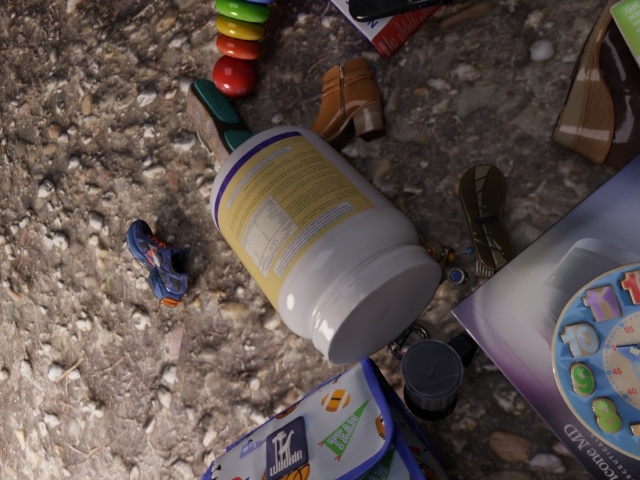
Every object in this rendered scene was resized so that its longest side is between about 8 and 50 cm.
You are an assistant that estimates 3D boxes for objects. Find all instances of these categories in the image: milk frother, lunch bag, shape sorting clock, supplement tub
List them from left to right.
[{"bbox_3d":[0.000,0.000,0.732,0.241,0.241,0.331,-50,57,14],"label":"supplement tub"},{"bbox_3d":[0.028,0.395,0.627,0.328,0.239,0.385,-34,52,5],"label":"lunch bag"},{"bbox_3d":[0.150,0.181,0.709,0.143,0.134,0.129,26,65,25],"label":"milk frother"},{"bbox_3d":[0.343,0.122,0.463,0.206,0.040,0.206,-3,84,27],"label":"shape sorting clock"}]

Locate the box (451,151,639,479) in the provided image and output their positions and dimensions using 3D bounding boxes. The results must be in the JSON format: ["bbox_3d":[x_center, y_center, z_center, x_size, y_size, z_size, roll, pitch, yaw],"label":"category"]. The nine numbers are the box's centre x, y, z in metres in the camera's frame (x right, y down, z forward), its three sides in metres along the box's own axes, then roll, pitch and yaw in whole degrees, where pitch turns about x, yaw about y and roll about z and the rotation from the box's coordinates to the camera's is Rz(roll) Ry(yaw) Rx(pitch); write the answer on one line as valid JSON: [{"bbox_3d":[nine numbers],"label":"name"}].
[{"bbox_3d":[0.380,0.108,0.572,0.294,0.183,0.296,-46,66,17],"label":"box"}]

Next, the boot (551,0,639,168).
[{"bbox_3d":[0.458,-0.213,0.641,0.207,0.090,0.248,19,92,16],"label":"boot"}]

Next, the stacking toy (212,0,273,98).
[{"bbox_3d":[-0.150,-0.446,0.920,0.141,0.141,0.330,30,124,27],"label":"stacking toy"}]

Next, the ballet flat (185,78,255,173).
[{"bbox_3d":[-0.192,-0.201,0.971,0.106,0.107,0.316,-53,57,35],"label":"ballet flat"}]

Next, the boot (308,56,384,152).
[{"bbox_3d":[0.017,-0.242,0.871,0.197,0.073,0.152,-14,77,15],"label":"boot"}]

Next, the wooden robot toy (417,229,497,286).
[{"bbox_3d":[0.185,0.031,0.741,0.173,0.079,0.076,21,93,29],"label":"wooden robot toy"}]

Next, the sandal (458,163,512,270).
[{"bbox_3d":[0.253,-0.036,0.727,0.072,0.049,0.180,-3,69,4],"label":"sandal"}]

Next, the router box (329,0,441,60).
[{"bbox_3d":[0.120,-0.552,0.845,0.301,0.082,0.335,-43,67,17],"label":"router box"}]

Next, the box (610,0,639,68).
[{"bbox_3d":[0.511,-0.187,0.509,0.232,0.058,0.322,-27,84,36],"label":"box"}]

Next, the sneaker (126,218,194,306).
[{"bbox_3d":[-0.347,0.037,1.034,0.087,0.083,0.221,-38,73,5],"label":"sneaker"}]

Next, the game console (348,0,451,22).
[{"bbox_3d":[0.134,-0.519,0.688,0.250,0.173,0.293,-1,83,28],"label":"game console"}]
